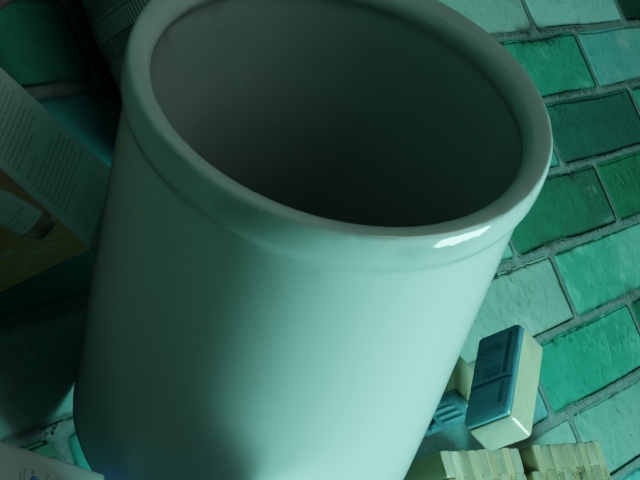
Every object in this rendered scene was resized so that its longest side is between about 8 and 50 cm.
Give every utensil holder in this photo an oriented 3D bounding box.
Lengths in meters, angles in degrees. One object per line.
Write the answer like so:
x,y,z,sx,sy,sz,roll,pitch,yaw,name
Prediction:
-0.028,0.024,1.432,0.328,0.385,0.327,11,41,-9,utensil holder

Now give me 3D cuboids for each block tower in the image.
0.201,0.279,1.943,0.335,0.097,0.091,5,65,-51,block tower

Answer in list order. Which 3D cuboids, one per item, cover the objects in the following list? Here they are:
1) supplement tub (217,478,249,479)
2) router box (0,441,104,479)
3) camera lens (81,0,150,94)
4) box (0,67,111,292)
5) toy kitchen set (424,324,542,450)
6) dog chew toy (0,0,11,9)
-0.098,0.298,1.228,0.325,0.235,0.235,-10,77,-57,supplement tub
-0.286,0.296,1.257,0.301,0.082,0.335,26,49,-44,router box
-0.092,-0.183,1.717,0.219,0.219,0.274,-27,92,-57,camera lens
-0.278,-0.053,1.454,0.170,0.130,0.091,43,39,-29,box
0.086,0.134,1.769,0.166,0.207,0.122,45,37,-27,toy kitchen set
-0.380,-0.286,1.416,0.332,0.206,0.206,7,63,-44,dog chew toy
